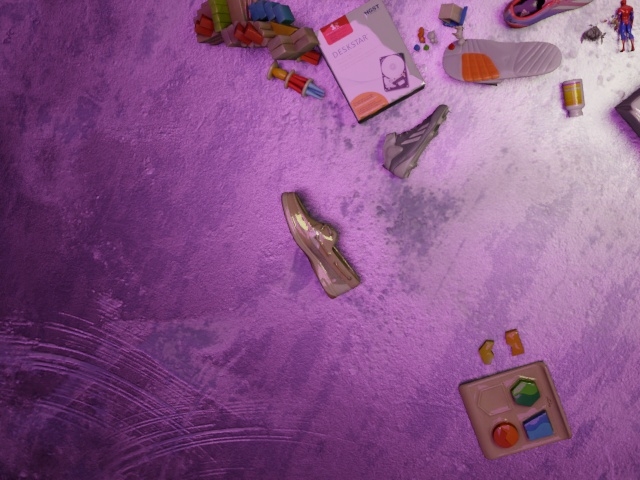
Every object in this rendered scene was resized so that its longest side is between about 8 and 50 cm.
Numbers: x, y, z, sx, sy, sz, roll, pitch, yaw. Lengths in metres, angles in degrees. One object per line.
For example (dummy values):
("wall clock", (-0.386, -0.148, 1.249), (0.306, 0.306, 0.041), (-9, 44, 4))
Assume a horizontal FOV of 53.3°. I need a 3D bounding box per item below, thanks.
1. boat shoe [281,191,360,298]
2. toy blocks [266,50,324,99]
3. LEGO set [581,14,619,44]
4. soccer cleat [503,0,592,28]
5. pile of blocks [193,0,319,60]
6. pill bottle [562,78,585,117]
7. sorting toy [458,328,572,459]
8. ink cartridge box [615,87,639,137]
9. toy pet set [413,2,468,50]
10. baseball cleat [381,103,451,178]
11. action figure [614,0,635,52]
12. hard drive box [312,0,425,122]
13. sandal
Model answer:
("boat shoe", (0.000, 0.000, 1.614), (0.098, 0.109, 0.302), (-27, 98, 11))
("toy blocks", (-0.043, -0.422, 1.575), (0.148, 0.054, 0.123), (27, 102, 5))
("LEGO set", (0.618, -0.468, 1.418), (0.083, 0.023, 0.054), (-50, 62, 24))
("soccer cleat", (0.525, -0.540, 1.400), (0.248, 0.095, 0.083), (-21, 94, 16))
("pile of blocks", (-0.177, -0.517, 1.503), (0.362, 0.113, 0.148), (20, 113, 29))
("pill bottle", (0.577, -0.324, 1.451), (0.044, 0.043, 0.083), (-7, 97, 14))
("sorting toy", (0.470, 0.389, 1.600), (0.229, 0.041, 0.307), (-20, 95, 16))
("ink cartridge box", (0.871, -0.300, 1.326), (0.385, 0.160, 0.279), (-40, 89, 16))
("toy pet set", (0.295, -0.488, 1.485), (0.122, 0.065, 0.114), (21, 99, 49))
("baseball cleat", (0.219, -0.253, 1.535), (0.109, 0.072, 0.205), (35, 102, 12))
("action figure", (0.674, -0.476, 1.411), (0.038, 0.030, 0.115), (-3, 94, 8))
("hard drive box", (0.114, -0.422, 1.510), (0.181, 0.089, 0.232), (-29, 92, 8))
("sandal", (0.410, -0.397, 1.454), (0.265, 0.076, 0.101), (10, 86, 26))
